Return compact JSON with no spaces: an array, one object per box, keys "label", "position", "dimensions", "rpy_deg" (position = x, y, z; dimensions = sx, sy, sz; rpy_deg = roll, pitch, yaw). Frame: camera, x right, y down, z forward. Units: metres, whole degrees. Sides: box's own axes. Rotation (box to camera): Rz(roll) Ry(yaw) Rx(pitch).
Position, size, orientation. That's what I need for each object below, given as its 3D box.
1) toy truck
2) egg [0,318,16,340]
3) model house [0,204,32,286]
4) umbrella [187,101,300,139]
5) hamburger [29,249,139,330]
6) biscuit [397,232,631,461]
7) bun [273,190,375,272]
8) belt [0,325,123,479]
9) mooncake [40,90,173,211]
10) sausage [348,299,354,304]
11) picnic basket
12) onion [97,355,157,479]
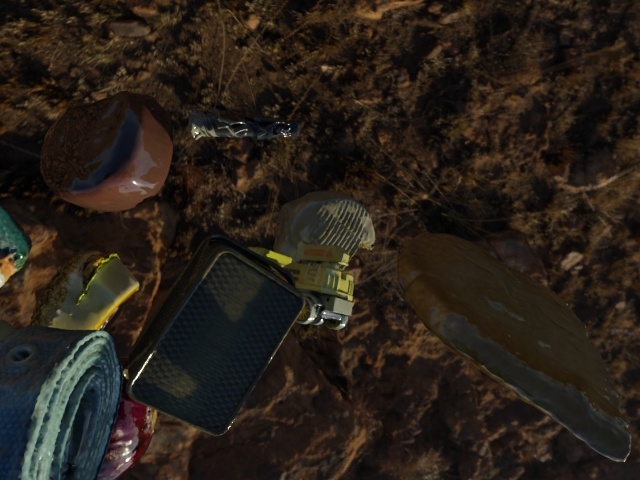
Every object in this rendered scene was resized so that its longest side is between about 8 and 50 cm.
[{"label":"toy truck","position":[-0.058,0.078,0.937],"dimensions":[0.124,0.272,0.157],"rpy_deg":[23,75,-49]},{"label":"egg","position":[-0.840,0.359,1.133],"dimensions":[0.230,0.371,0.230],"rpy_deg":[1,148,1]},{"label":"model house","position":[-0.616,0.044,0.699],"dimensions":[0.184,0.291,0.253],"rpy_deg":[-9,131,8]},{"label":"umbrella","position":[-0.240,-0.380,1.532],"dimensions":[0.358,0.113,0.106],"rpy_deg":[1,138,-9]},{"label":"hamburger","position":[-0.602,0.155,1.208],"dimensions":[0.179,0.276,0.294],"rpy_deg":[36,86,-9]},{"label":"biscuit","position":[0.348,0.128,0.914],"dimensions":[0.446,0.429,0.104],"rpy_deg":[34,119,6]},{"label":"bun","position":[-0.011,-0.008,1.301],"dimensions":[0.281,0.205,0.281],"rpy_deg":[-1,91,-37]},{"label":"belt","position":[-0.231,0.153,0.392],"dimensions":[0.082,0.163,0.147],"rpy_deg":[2,126,4]},{"label":"mooncake","position":[-0.524,-0.227,1.175],"dimensions":[0.334,0.326,0.174],"rpy_deg":[-55,151,7]},{"label":"sausage","position":[0.060,0.145,1.109],"dimensions":[0.034,0.083,0.034],"rpy_deg":[0,79,-2]},{"label":"picnic basket","position":[-0.159,0.133,0.723],"dimensions":[0.165,0.139,0.266],"rpy_deg":[35,83,-21]},{"label":"onion","position":[-0.576,0.429,1.244],"dimensions":[0.282,0.336,0.260],"rpy_deg":[3,114,-4]}]
